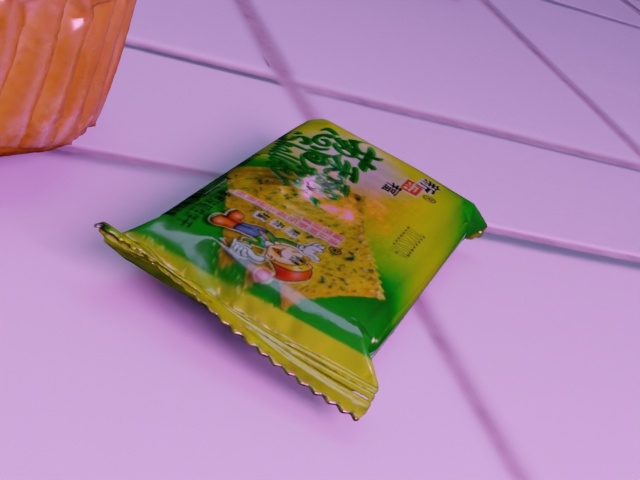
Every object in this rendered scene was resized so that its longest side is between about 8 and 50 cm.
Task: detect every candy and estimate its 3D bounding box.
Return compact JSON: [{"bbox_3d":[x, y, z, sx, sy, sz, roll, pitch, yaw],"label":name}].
[{"bbox_3d":[0.001,-0.001,0.437,0.102,0.032,0.178,28,26,11],"label":"candy"}]

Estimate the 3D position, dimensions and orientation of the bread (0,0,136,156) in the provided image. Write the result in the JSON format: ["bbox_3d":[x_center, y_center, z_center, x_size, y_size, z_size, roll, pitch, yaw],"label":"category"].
[{"bbox_3d":[-0.164,-0.097,0.414,0.199,0.104,0.199,19,21,-8],"label":"bread"}]
